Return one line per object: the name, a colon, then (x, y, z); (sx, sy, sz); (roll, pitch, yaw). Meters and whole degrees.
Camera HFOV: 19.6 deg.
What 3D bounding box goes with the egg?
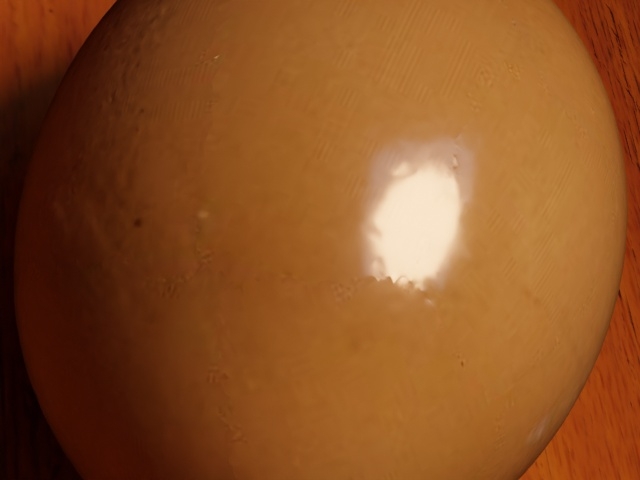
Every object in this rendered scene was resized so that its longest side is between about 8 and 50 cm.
egg: (0.000, 0.000, 0.926); (0.301, 0.301, 0.374); (39, 47, -25)
